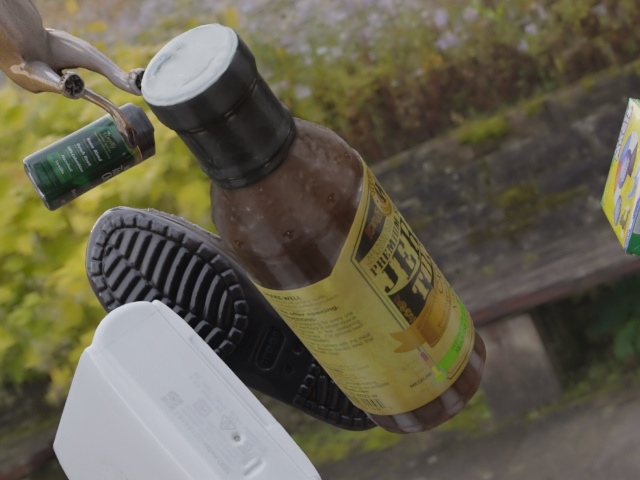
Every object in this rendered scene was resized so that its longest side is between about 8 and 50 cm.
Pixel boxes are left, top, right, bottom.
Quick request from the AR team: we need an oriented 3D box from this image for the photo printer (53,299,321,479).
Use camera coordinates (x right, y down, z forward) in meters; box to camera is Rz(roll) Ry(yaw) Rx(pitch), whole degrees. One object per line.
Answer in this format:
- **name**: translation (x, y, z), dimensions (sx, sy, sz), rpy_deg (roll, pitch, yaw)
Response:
- **photo printer**: translation (-0.140, 0.224, 1.425), dimensions (0.107, 0.256, 0.307), rpy_deg (-36, -13, -31)

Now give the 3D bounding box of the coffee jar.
- **coffee jar**: translation (-0.316, -0.118, 2.069), dimensions (0.184, 0.079, 0.096), rpy_deg (-30, -7, -10)

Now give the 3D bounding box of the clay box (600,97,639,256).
- **clay box**: translation (0.341, -0.070, 1.554), dimensions (0.053, 0.127, 0.222), rpy_deg (12, 16, -2)

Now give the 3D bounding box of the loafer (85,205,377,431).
- **loafer**: translation (-0.080, 0.080, 1.572), dimensions (0.134, 0.366, 0.130), rpy_deg (-59, 0, 14)

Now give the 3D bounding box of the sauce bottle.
- **sauce bottle**: translation (0.000, 0.000, 0.999), dimensions (0.111, 0.344, 0.111), rpy_deg (-19, 44, 20)

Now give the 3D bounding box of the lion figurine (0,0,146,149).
- **lion figurine**: translation (-0.373, -0.271, 1.762), dimensions (0.240, 0.392, 0.142), rpy_deg (12, 50, 43)
